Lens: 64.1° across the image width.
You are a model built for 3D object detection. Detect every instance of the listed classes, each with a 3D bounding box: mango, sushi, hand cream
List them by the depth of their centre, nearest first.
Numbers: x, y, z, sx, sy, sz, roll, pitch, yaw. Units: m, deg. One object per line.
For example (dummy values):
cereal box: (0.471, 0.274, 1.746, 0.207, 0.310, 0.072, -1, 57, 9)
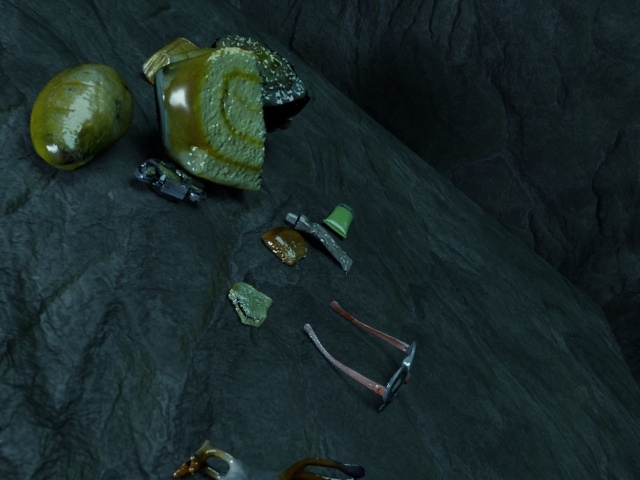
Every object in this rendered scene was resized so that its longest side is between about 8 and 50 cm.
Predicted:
mango: (-0.548, -0.281, 1.169, 0.177, 0.175, 0.329, 11, 48, 10)
hand cream: (0.002, -0.003, 1.557, 0.257, 0.050, 0.084, 40, 24, -7)
sushi: (-0.254, -0.482, 1.719, 0.328, 0.285, 0.328, 43, 41, -2)
hand cream: (0.068, -0.073, 1.749, 0.095, 0.046, 0.175, 39, 33, -4)

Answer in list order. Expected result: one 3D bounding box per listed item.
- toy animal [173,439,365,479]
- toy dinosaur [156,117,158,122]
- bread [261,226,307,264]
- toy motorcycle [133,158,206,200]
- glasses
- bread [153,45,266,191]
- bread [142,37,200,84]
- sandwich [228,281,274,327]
toy animal: (-0.066, 0.382, 0.805, 0.302, 0.224, 0.284, 28, 8, 1)
toy dinosaur: (-0.421, -0.320, 1.497, 0.132, 0.059, 0.096, 30, 19, -37)
bread: (-0.091, 0.007, 1.426, 0.126, 0.044, 0.129, 46, 24, 8)
toy motorcycle: (-0.379, -0.158, 1.291, 0.194, 0.061, 0.124, 19, 26, -36)
glasses: (0.101, 0.276, 1.271, 0.269, 0.118, 0.234, 26, 25, 17)
bread: (-0.306, -0.311, 1.372, 0.264, 0.394, 0.239, -15, 26, -34)
bread: (-0.492, -0.607, 1.762, 0.153, 0.119, 0.288, 34, 28, -18)
sandwich: (-0.161, 0.140, 1.140, 0.105, 0.035, 0.093, 37, 28, -5)
